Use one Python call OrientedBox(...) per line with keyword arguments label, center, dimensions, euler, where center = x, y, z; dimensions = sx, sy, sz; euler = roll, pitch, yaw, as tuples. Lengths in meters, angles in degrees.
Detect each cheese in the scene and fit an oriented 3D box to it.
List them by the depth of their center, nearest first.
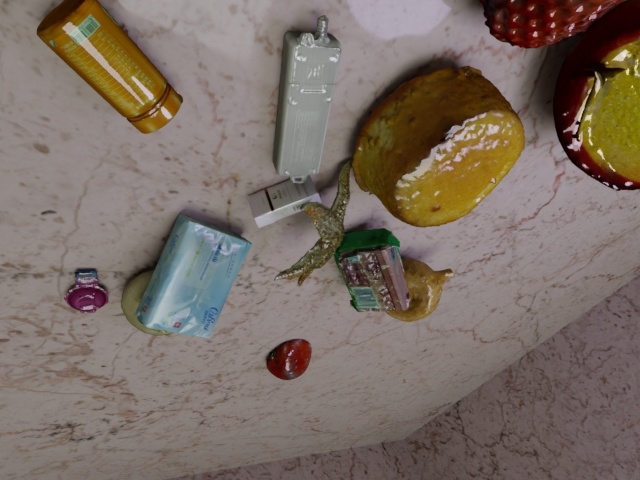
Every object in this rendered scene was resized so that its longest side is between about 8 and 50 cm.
OrientedBox(label="cheese", center=(-0.568, 0.127, 0.988), dimensions=(0.096, 0.038, 0.145), euler=(1, 129, -28))

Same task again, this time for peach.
OrientedBox(label="peach", center=(0.689, -0.321, 0.865), dimensions=(0.336, 0.309, 0.405), euler=(1, 138, 31))

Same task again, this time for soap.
OrientedBox(label="soap", center=(0.147, 0.100, 1.172), dimensions=(0.218, 0.097, 0.273), euler=(-8, 129, 21))

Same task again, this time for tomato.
OrientedBox(label="tomato", center=(-0.107, 0.466, 1.535), dimensions=(0.173, 0.099, 0.189), euler=(23, 121, -39))

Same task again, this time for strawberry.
OrientedBox(label="strawberry", center=(0.350, -0.412, 0.643), dimensions=(0.151, 0.279, 0.253), euler=(-17, 149, -3))

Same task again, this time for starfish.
OrientedBox(label="starfish", center=(0.002, 0.002, 0.931), dimensions=(0.078, 0.357, 0.347), euler=(27, 139, 8))

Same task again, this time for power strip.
OrientedBox(label="power strip", center=(-0.031, -0.259, 0.792), dimensions=(0.098, 0.058, 0.338), euler=(-6, 138, -19))

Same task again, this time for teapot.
OrientedBox(label="teapot", center=(0.282, 0.152, 1.332), dimensions=(0.312, 0.203, 0.167), euler=(-19, -171, 29))

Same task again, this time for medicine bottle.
OrientedBox(label="medicine bottle", center=(-0.313, -0.264, 0.623), dimensions=(0.096, 0.096, 0.192), euler=(-30, 140, 9))

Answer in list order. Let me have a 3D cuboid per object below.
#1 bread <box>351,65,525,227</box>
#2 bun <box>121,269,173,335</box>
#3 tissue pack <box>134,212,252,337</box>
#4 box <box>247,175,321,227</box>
OrientedBox(label="bread", center=(0.257, -0.185, 0.900), dimensions=(0.337, 0.204, 0.358), euler=(24, 123, -36))
OrientedBox(label="bun", center=(-0.401, 0.176, 1.050), dimensions=(0.223, 0.127, 0.222), euler=(-12, 136, -12))
OrientedBox(label="tissue pack", center=(-0.293, 0.089, 0.953), dimensions=(0.177, 0.089, 0.263), euler=(23, 95, -40))
OrientedBox(label="box", center=(-0.084, -0.094, 0.930), dimensions=(0.155, 0.083, 0.040), euler=(-22, 141, -1))
